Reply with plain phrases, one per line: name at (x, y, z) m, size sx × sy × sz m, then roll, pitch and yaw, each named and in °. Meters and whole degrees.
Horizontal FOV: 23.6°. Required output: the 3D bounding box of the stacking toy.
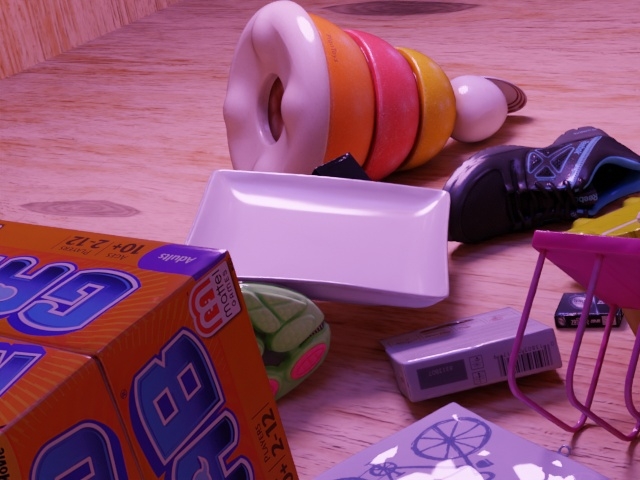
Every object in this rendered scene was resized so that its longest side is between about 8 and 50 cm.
stacking toy at (0.108, -0.213, 2.563) m, size 0.479 × 0.351 × 0.350 m, roll 0°, pitch 15°, yaw -26°

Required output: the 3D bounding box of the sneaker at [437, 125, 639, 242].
sneaker at (0.326, -0.080, 2.247) m, size 0.340 × 0.125 × 0.139 m, roll -23°, pitch 29°, yaw -22°

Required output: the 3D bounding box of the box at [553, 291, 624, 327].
box at (0.346, 0.088, 1.958) m, size 0.083 × 0.018 × 0.067 m, roll -2°, pitch 24°, yaw 23°

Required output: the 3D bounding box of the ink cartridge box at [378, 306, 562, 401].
ink cartridge box at (0.180, 0.139, 1.902) m, size 0.189 × 0.066 × 0.232 m, roll -13°, pitch 1°, yaw -5°

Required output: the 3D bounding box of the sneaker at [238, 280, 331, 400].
sneaker at (-0.229, 0.127, 1.929) m, size 0.482 × 0.185 × 0.202 m, roll -9°, pitch 26°, yaw 3°

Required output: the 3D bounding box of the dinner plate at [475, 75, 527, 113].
dinner plate at (0.298, -0.262, 2.725) m, size 0.141 × 0.141 × 0.017 m, roll 0°, pitch 65°, yaw 26°

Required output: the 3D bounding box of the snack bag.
snack bag at (0.124, 0.285, 1.557) m, size 0.323 × 0.037 × 0.342 m, roll -24°, pitch 24°, yaw -28°

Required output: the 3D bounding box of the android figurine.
android figurine at (0.438, -0.024, 2.043) m, size 0.248 × 0.056 × 0.273 m, roll -21°, pitch 6°, yaw -10°

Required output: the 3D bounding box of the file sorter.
file sorter at (0.371, 0.117, 1.585) m, size 0.290 × 0.182 × 0.202 m, roll 5°, pitch -18°, yaw 38°

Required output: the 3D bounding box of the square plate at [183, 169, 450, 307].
square plate at (0.000, 0.000, 2.062) m, size 0.347 × 0.049 × 0.344 m, roll 6°, pitch 25°, yaw 3°

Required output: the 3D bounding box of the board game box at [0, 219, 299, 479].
board game box at (-0.275, 0.228, 1.418) m, size 0.356 × 0.357 × 0.356 m, roll 6°, pitch 33°, yaw 38°

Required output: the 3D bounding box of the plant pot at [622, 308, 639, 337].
plant pot at (0.422, 0.093, 1.803) m, size 0.134 × 0.095 × 0.134 m, roll -10°, pitch 21°, yaw 4°

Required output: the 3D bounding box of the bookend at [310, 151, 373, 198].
bookend at (0.037, -0.019, 2.281) m, size 0.072 × 0.156 × 0.157 m, roll -27°, pitch 70°, yaw -34°
